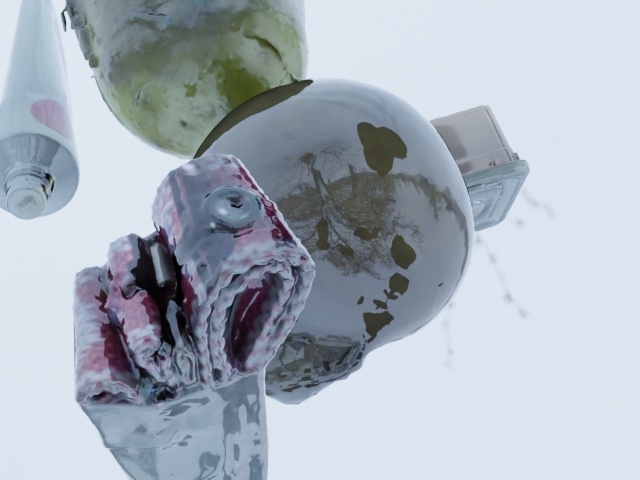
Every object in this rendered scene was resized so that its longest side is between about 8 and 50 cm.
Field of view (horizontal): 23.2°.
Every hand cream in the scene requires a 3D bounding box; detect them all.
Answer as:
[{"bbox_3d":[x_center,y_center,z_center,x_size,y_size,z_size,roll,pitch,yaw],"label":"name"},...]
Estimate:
[{"bbox_3d":[-0.236,-0.120,1.325,0.078,0.340,0.124,-7,124,0],"label":"hand cream"}]

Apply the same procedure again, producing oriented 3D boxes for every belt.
[{"bbox_3d":[-0.043,0.070,0.518,0.071,0.053,0.232,-7,139,-10],"label":"belt"}]

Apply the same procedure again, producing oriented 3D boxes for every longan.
[{"bbox_3d":[0.000,0.000,0.947,0.185,0.204,0.159,8,161,22],"label":"longan"}]

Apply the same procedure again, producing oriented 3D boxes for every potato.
[{"bbox_3d":[-0.097,-0.174,1.082,0.169,0.248,0.143,-12,168,-8],"label":"potato"}]

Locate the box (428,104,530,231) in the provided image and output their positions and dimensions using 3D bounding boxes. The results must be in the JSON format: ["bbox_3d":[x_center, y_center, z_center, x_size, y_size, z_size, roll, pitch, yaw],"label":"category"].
[{"bbox_3d":[0.092,-0.045,1.117,0.089,0.062,0.122,-17,163,-8],"label":"box"}]
